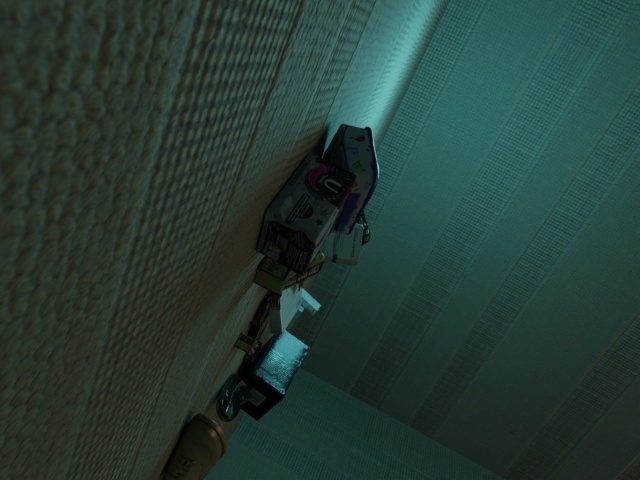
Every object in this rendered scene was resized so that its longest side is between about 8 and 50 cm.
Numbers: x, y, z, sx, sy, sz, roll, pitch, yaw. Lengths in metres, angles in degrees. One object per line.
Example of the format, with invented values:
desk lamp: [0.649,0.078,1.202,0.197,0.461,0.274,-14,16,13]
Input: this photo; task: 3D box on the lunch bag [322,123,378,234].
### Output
lunch bag: [0.072,-0.162,1.465,0.303,0.114,0.243,112,-24,-53]

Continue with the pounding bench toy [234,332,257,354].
pounding bench toy: [-0.247,0.352,1.723,0.052,0.065,0.083,-62,176,-14]

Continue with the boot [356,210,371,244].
boot: [0.110,-0.164,2.310,0.131,0.348,0.260,-32,134,5]

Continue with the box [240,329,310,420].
box: [-0.235,0.602,2.313,0.296,0.182,0.294,-50,-176,40]

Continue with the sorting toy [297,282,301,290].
sorting toy: [-0.072,0.088,2.195,0.132,0.046,0.275,-64,171,-51]

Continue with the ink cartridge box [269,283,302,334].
ink cartridge box: [-0.149,0.232,2.197,0.275,0.060,0.239,-54,145,-62]

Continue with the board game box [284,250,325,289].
board game box: [-0.075,0.108,1.852,0.170,0.048,0.141,-24,158,-21]

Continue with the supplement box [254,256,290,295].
supplement box: [-0.132,0.096,1.429,0.056,0.083,0.083,-60,174,-40]

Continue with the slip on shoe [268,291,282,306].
slip on shoe: [-0.169,0.202,1.889,0.135,0.051,0.041,101,-14,-58]

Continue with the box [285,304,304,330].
box: [-0.151,0.361,2.542,0.130,0.091,0.170,-53,178,7]

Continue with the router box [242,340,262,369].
router box: [-0.291,0.487,2.171,0.092,0.038,0.122,-59,174,-35]

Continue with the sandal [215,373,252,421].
sandal: [-0.343,0.593,1.920,0.086,0.120,0.303,-35,178,11]

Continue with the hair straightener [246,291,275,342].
hair straightener: [-0.215,0.283,1.806,0.230,0.047,0.089,-63,176,4]

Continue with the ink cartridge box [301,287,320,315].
ink cartridge box: [-0.083,0.298,2.591,0.045,0.179,0.145,-51,177,7]

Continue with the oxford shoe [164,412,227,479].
oxford shoe: [-0.394,0.682,1.571,0.146,0.140,0.397,-46,161,-51]

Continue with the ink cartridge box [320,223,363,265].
ink cartridge box: [0.049,0.006,1.947,0.087,0.208,0.153,99,1,-76]

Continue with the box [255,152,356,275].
box: [-0.031,-0.069,1.261,0.247,0.142,0.163,-59,175,-41]
